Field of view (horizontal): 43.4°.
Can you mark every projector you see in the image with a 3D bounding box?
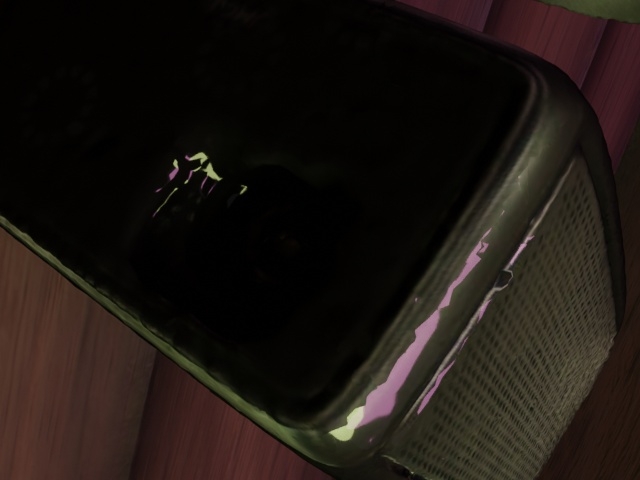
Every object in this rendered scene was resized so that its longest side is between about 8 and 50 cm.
[{"bbox_3d":[0.000,0.000,0.596,0.242,0.395,0.405,-57,149,-8],"label":"projector"}]

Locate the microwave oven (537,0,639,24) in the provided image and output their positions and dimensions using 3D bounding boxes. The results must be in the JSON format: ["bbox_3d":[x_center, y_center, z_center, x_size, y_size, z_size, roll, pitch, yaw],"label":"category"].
[{"bbox_3d":[0.289,-0.389,0.757,0.432,0.374,0.237,-36,141,-45],"label":"microwave oven"}]
